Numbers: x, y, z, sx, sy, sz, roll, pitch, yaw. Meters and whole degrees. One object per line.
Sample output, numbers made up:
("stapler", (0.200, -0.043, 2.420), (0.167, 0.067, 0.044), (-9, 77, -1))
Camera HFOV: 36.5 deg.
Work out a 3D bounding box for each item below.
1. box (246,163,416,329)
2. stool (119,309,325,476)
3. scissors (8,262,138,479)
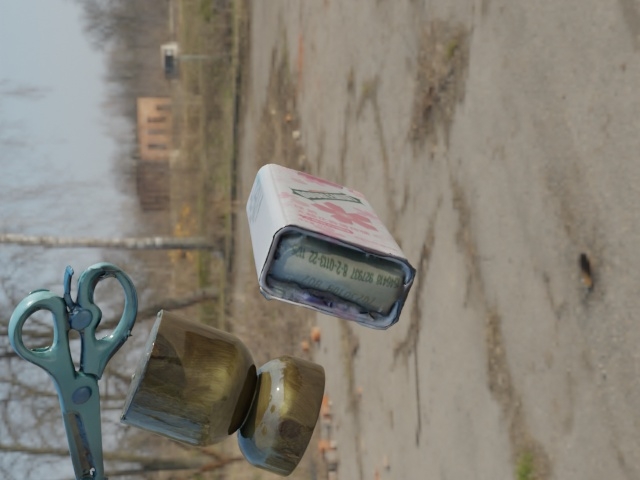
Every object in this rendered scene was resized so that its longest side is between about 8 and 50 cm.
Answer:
("box", (0.000, 0.000, 1.339), (0.369, 0.190, 0.112), (-107, 35, -72))
("stool", (-0.147, 0.228, 1.452), (0.179, 0.264, 0.179), (-159, 90, -78))
("scissors", (-0.333, 0.202, 1.357), (0.032, 0.180, 0.393), (37, 135, 44))
